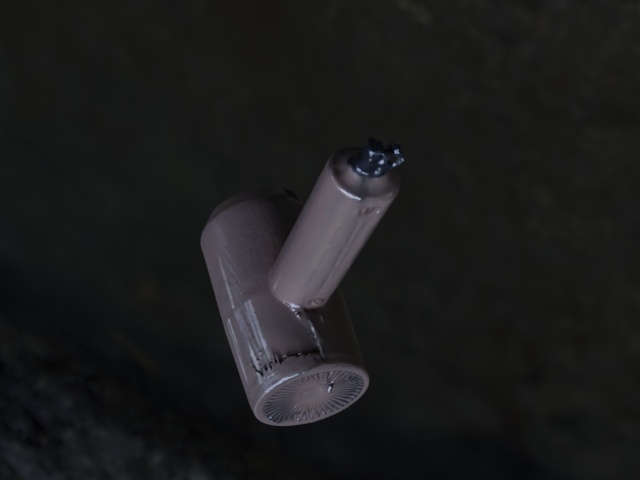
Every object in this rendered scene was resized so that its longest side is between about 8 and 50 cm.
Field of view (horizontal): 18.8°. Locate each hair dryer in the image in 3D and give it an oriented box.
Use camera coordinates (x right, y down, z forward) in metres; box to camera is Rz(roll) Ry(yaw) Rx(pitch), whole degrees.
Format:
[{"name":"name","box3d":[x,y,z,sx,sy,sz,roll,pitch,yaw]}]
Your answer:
[{"name":"hair dryer","box3d":[0.000,0.000,0.936,0.181,0.064,0.117,122,137,-51]}]
